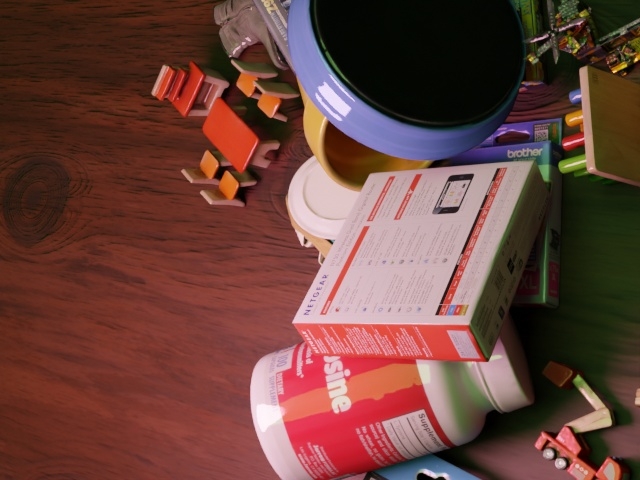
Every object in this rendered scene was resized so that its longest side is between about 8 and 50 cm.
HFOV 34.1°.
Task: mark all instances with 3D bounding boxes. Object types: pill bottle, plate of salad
[{"bbox_3d":[0.114,0.232,1.641,0.407,0.229,0.229,-20,68,16],"label":"pill bottle"},{"bbox_3d":[0.040,-0.084,1.879,0.199,0.048,0.200,-7,59,11],"label":"plate of salad"}]

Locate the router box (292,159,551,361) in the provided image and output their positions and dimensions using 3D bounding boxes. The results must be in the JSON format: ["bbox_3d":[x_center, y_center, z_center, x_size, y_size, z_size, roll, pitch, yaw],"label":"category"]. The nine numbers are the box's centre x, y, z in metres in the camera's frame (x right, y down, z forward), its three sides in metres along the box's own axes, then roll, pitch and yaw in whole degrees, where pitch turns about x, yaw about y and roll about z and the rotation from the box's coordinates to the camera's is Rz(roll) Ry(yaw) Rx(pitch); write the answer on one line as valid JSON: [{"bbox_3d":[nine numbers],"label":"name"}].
[{"bbox_3d":[0.158,0.026,1.587,0.301,0.082,0.335,-2,45,36],"label":"router box"}]

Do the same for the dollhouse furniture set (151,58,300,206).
[{"bbox_3d":[-0.202,-0.235,2.019,0.259,0.135,0.262,47,120,34],"label":"dollhouse furniture set"}]

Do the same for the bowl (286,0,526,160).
[{"bbox_3d":[0.143,-0.315,1.623,0.077,0.391,0.391,129,134,-62],"label":"bowl"}]

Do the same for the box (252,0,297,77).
[{"bbox_3d":[-0.016,-0.437,1.955,0.183,0.059,0.233,-30,69,1],"label":"box"}]

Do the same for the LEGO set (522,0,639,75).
[{"bbox_3d":[0.419,-0.436,1.609,0.254,0.192,0.332,-17,70,32],"label":"LEGO set"}]

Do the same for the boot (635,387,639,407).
[{"bbox_3d":[0.540,0.154,1.464,0.213,0.077,0.165,-13,73,27],"label":"boot"}]

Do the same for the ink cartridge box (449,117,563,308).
[{"bbox_3d":[0.297,-0.048,1.698,0.185,0.065,0.311,-2,77,35],"label":"ink cartridge box"}]

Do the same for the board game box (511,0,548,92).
[{"bbox_3d":[0.305,-0.329,1.760,0.141,0.048,0.170,-9,75,32],"label":"board game box"}]

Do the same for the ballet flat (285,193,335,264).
[{"bbox_3d":[0.000,0.000,1.895,0.232,0.080,0.073,46,124,35],"label":"ballet flat"}]

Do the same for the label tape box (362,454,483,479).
[{"bbox_3d":[0.137,0.519,1.642,0.249,0.115,0.348,21,70,37],"label":"label tape box"}]

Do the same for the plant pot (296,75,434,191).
[{"bbox_3d":[0.071,-0.251,1.804,0.254,0.254,0.239,-50,42,17],"label":"plant pot"}]

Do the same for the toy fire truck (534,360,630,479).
[{"bbox_3d":[0.394,0.283,1.561,0.192,0.047,0.135,37,101,35],"label":"toy fire truck"}]

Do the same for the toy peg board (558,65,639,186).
[{"bbox_3d":[0.425,-0.160,1.575,0.079,0.161,0.161,-16,70,48],"label":"toy peg board"}]

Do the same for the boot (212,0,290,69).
[{"bbox_3d":[-0.129,-0.410,2.090,0.161,0.083,0.247,-39,60,38],"label":"boot"}]
